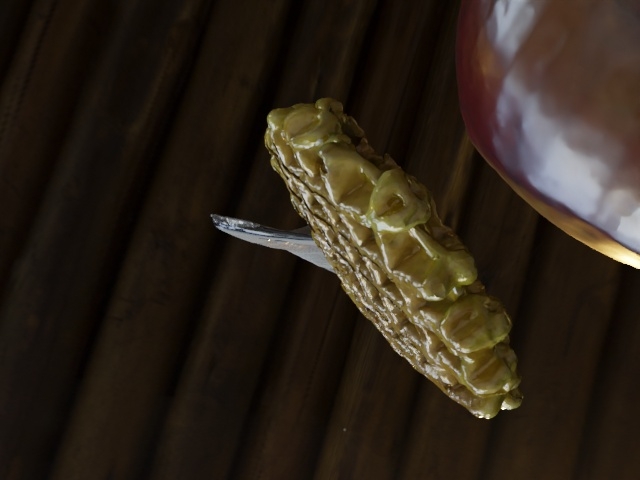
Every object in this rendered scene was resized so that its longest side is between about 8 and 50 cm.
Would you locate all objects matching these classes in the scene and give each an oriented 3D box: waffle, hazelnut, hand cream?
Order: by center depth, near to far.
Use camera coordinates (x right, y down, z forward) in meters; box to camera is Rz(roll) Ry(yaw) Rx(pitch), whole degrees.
[{"bbox_3d":[0.032,0.007,0.545,0.038,0.191,0.191,-34,-99,-8],"label":"waffle"},{"bbox_3d":[0.328,-0.149,0.955,0.429,0.402,0.402,23,-98,-7],"label":"hazelnut"},{"bbox_3d":[0.000,0.000,1.244,0.121,0.336,0.076,6,-91,20],"label":"hand cream"}]
